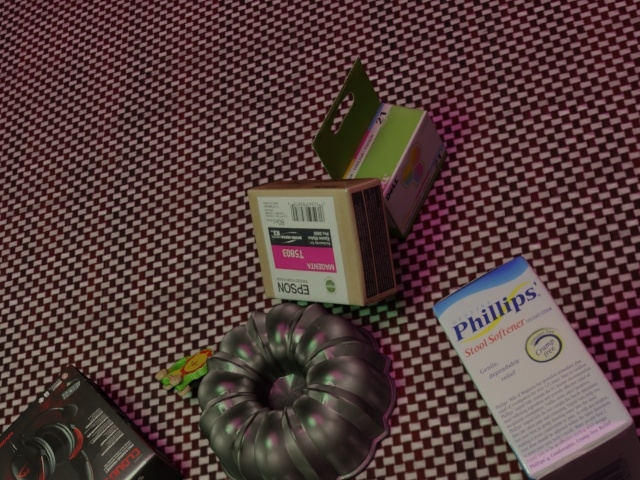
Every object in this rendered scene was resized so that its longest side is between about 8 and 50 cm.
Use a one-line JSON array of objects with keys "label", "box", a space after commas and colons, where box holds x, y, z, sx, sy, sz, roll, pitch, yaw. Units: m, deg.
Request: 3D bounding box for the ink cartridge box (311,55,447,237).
[{"label": "ink cartridge box", "box": [0.102, -0.151, 1.805, 0.097, 0.255, 0.189, 15, 67, 31]}]

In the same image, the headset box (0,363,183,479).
[{"label": "headset box", "box": [-0.385, 0.379, 1.778, 0.218, 0.110, 0.293, -46, 53, -9]}]

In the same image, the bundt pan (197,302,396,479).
[{"label": "bundt pan", "box": [-0.052, 0.237, 1.715, 0.331, 0.124, 0.331, -11, 56, 16]}]

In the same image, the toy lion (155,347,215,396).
[{"label": "toy lion", "box": [-0.222, 0.218, 1.841, 0.096, 0.034, 0.100, -43, 22, -23]}]

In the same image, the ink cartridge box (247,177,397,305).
[{"label": "ink cartridge box", "box": [0.000, 0.000, 1.758, 0.235, 0.193, 0.088, 1, 14, 45]}]

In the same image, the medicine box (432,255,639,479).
[{"label": "medicine box", "box": [0.306, 0.216, 1.481, 0.149, 0.263, 0.289, -30, 53, 3]}]
